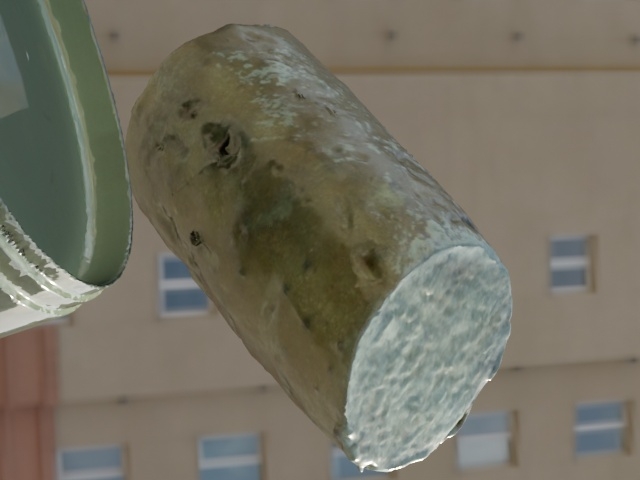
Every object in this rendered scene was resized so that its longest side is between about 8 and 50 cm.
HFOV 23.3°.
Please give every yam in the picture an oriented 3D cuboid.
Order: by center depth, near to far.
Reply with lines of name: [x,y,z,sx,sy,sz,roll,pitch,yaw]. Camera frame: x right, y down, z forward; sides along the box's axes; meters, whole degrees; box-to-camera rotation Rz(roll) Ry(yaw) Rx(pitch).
yam: [0.000,0.000,0.647,0.194,0.107,0.107,49,-41,42]

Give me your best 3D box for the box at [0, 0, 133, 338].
box: [-0.175,-0.061,0.522,0.226,0.149,0.226,-19,90,-83]
